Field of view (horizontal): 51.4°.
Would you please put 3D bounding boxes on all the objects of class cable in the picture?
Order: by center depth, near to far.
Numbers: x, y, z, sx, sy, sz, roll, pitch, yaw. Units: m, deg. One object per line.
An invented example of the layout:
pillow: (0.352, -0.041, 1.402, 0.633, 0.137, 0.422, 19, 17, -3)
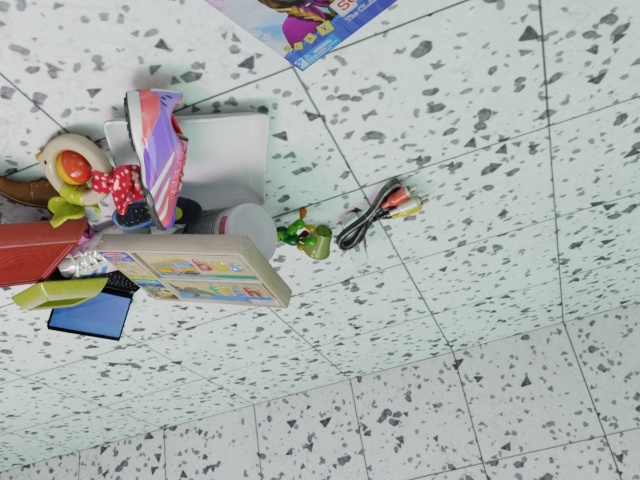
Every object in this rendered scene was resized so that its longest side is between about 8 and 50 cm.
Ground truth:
cable: (0.155, -0.064, 1.801, 0.287, 0.072, 0.139, -37, 142, 11)

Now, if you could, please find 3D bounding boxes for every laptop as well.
laptop: (-0.626, 0.166, 1.935, 0.234, 0.136, 0.264, 19, 139, -41)

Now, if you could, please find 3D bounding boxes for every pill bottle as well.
pill bottle: (-0.260, 0.008, 1.705, 0.283, 0.161, 0.161, -12, 156, 42)

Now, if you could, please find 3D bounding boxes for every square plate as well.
square plate: (-0.296, -0.179, 1.535, 0.344, 0.049, 0.347, -5, 150, -10)

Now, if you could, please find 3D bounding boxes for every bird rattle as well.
bird rattle: (-0.510, -0.132, 1.436, 0.253, 0.143, 0.207, -14, 118, 37)

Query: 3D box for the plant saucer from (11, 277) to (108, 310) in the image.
plant saucer: (-0.680, 0.144, 1.742, 0.188, 0.045, 0.188, -21, 167, 42)

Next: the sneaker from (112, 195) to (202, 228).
sneaker: (-0.393, -0.068, 1.598, 0.209, 0.069, 0.082, -7, -175, -21)

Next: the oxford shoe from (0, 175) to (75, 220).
oxford shoe: (-0.654, -0.116, 1.533, 0.212, 0.076, 0.076, 19, 109, -37)

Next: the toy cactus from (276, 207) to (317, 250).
toy cactus: (-0.122, -0.027, 1.826, 0.219, 0.112, 0.180, 7, 165, -32)

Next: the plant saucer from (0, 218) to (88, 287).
plant saucer: (-0.694, 0.042, 1.522, 0.259, 0.048, 0.258, -38, 161, 34)

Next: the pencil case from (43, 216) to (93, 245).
pencil case: (-0.678, -0.011, 1.666, 0.209, 0.098, 0.095, -20, 174, 10)

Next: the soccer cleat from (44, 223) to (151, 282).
soccer cleat: (-0.586, 0.046, 1.720, 0.331, 0.116, 0.143, -23, -175, 23)

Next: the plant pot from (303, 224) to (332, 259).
plant pot: (0.000, 0.000, 1.915, 0.083, 0.083, 0.079, 3, 135, -22)

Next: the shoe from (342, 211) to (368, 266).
shoe: (0.098, -0.016, 1.925, 0.063, 0.081, 0.178, -14, 120, 3)

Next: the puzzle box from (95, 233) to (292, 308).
puzzle box: (-0.302, 0.074, 1.614, 0.409, 0.052, 0.272, 1, 149, 25)

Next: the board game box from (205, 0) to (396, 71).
board game box: (-0.022, -0.465, 1.114, 0.319, 0.066, 0.318, -30, 144, 31)

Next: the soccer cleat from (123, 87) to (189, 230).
soccer cleat: (-0.320, -0.160, 1.373, 0.116, 0.108, 0.318, -10, 125, -10)
